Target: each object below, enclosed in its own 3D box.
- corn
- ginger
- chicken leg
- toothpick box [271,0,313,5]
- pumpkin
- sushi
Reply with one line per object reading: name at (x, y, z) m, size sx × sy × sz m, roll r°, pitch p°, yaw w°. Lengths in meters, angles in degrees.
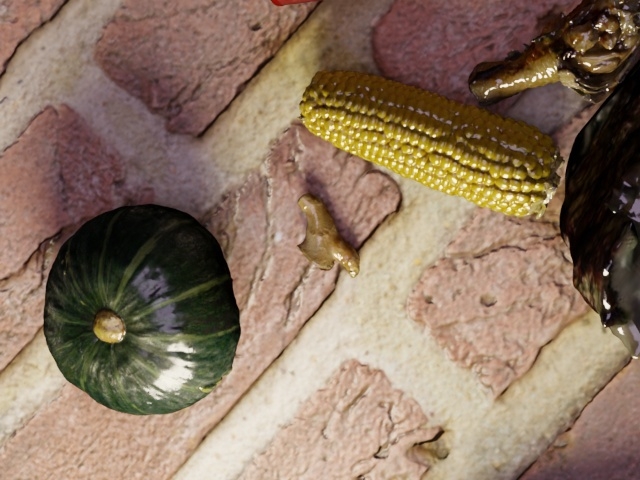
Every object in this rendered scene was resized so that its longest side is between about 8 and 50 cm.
corn at (0.106, -0.096, 1.860) m, size 0.260 × 0.091 × 0.091 m, roll 19°, pitch 106°, yaw 9°
ginger at (0.000, 0.001, 1.923) m, size 0.048 × 0.030 × 0.097 m, roll -35°, pitch 94°, yaw -15°
chicken leg at (0.231, -0.174, 1.812) m, size 0.196 × 0.125 × 0.080 m, roll -37°, pitch 116°, yaw 13°
toothpick box at (0.109, -0.333, 1.769) m, size 0.333 × 0.204 × 0.204 m, roll -6°, pitch 97°, yaw 10°
pumpkin at (-0.172, 0.068, 1.902) m, size 0.212 × 0.152 × 0.211 m, roll 9°, pitch 112°, yaw 22°
sushi at (0.377, -0.015, 1.716) m, size 0.299 × 0.294 × 0.281 m, roll 15°, pitch 102°, yaw -3°
